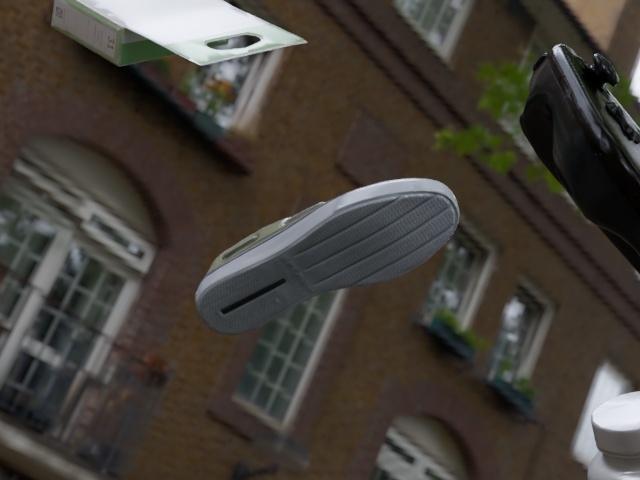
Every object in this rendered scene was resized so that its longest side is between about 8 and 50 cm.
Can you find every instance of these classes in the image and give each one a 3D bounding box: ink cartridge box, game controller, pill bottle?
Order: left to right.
[{"bbox_3d":[-0.157,-0.229,1.602,0.235,0.171,0.056,33,-55,31],"label":"ink cartridge box"},{"bbox_3d":[0.378,0.301,1.633,0.136,0.136,0.245,1,-68,46],"label":"pill bottle"},{"bbox_3d":[0.228,0.025,0.824,0.319,0.067,0.166,44,10,-26],"label":"game controller"}]

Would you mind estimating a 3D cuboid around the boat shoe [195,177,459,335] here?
[{"bbox_3d":[0.000,0.000,1.537,0.302,0.094,0.109,-22,-58,12],"label":"boat shoe"}]
